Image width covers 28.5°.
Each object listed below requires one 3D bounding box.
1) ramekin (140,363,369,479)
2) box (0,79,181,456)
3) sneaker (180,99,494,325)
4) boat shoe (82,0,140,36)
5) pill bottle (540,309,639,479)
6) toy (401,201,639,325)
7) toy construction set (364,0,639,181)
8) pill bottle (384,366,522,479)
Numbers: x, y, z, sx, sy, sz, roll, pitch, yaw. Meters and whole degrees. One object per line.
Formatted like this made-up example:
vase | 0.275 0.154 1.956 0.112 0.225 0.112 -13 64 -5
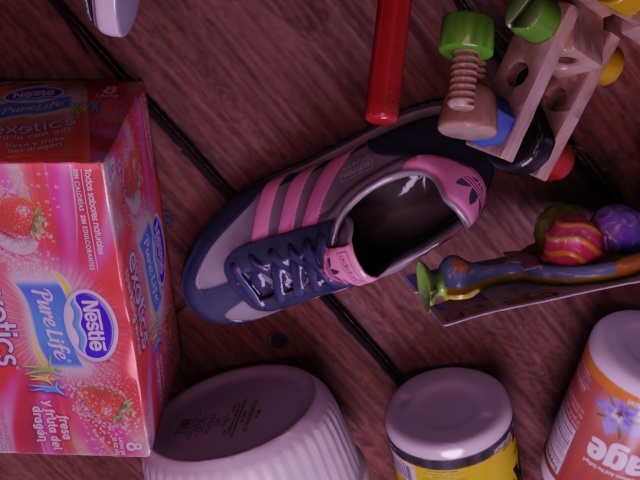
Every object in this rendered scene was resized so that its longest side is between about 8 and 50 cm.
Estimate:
ramekin | -0.066 0.201 1.154 0.207 0.207 0.109 -11 112 14
box | -0.215 0.026 1.085 0.142 0.154 0.300 1 122 6
sneaker | 0.000 0.000 1.053 0.319 0.131 0.112 -32 115 24
boat shoe | -0.179 -0.265 0.937 0.076 0.080 0.228 6 123 10
pill bottle | 0.272 0.180 1.143 0.121 0.121 0.216 12 123 -1
toy | 0.190 0.004 1.000 0.237 0.137 0.056 -15 106 -6
toy construction set | 0.193 -0.174 0.892 0.309 0.257 0.237 9 80 -18
pill bottle | 0.134 0.235 1.197 0.119 0.119 0.208 -6 122 11
